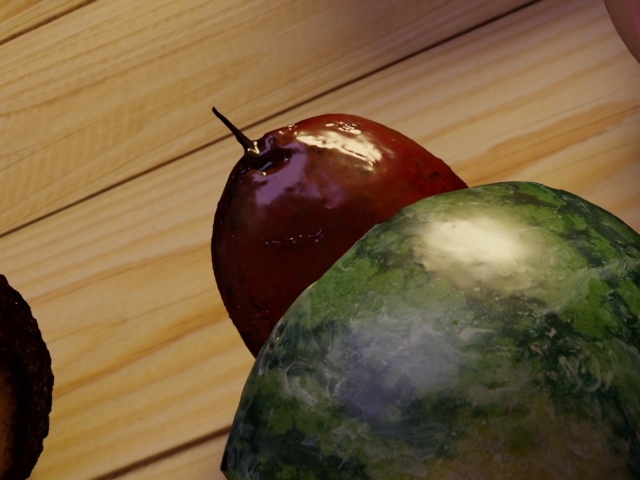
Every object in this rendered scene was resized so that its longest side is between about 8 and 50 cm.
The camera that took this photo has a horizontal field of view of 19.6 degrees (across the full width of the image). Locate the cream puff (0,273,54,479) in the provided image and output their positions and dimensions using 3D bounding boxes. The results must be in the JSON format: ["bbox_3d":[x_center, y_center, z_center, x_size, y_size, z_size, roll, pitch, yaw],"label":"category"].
[{"bbox_3d":[-0.302,0.101,1.264,0.239,0.239,0.165,-36,35,-5],"label":"cream puff"}]

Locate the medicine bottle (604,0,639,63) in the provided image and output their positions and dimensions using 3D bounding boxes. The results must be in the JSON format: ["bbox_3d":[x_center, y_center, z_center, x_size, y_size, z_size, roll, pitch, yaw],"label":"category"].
[{"bbox_3d":[0.294,-0.253,1.205,0.256,0.256,0.325,-22,32,17],"label":"medicine bottle"}]

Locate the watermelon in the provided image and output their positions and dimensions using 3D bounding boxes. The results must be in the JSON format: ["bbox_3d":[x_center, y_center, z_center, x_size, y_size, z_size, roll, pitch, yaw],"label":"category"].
[{"bbox_3d":[0.105,0.081,1.047,0.305,0.180,0.224,-41,78,-19],"label":"watermelon"}]

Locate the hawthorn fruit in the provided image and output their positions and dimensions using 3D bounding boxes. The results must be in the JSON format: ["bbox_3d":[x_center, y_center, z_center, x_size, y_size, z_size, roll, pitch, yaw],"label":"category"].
[{"bbox_3d":[0.000,0.000,1.144,0.181,0.235,0.181,-27,42,27],"label":"hawthorn fruit"}]
